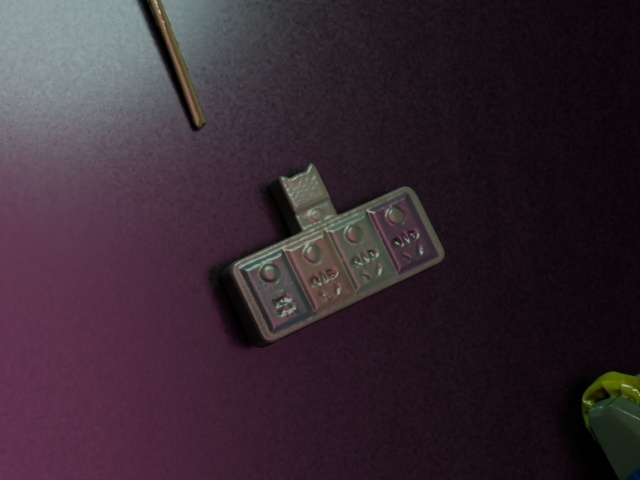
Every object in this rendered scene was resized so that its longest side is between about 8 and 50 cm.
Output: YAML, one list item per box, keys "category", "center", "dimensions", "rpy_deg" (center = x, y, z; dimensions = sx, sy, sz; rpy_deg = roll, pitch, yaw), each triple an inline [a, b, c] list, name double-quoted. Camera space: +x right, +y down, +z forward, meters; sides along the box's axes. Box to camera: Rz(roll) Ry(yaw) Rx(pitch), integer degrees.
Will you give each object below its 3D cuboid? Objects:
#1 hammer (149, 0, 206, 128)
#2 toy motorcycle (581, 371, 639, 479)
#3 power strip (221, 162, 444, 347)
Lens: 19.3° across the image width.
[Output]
- category: "hammer"
  center: [-0.142, -0.200, 1.810]
  dimensions: [0.028, 0.060, 0.195]
  rpy_deg: [-24, 99, -23]
- category: "toy motorcycle"
  center: [0.411, 0.257, 1.907]
  dimensions: [0.326, 0.200, 0.191]
  rpy_deg: [56, 44, -3]
- category: "power strip"
  center: [0.000, 0.000, 1.853]
  dimensions: [0.215, 0.061, 0.145]
  rpy_deg: [-24, 88, -23]
